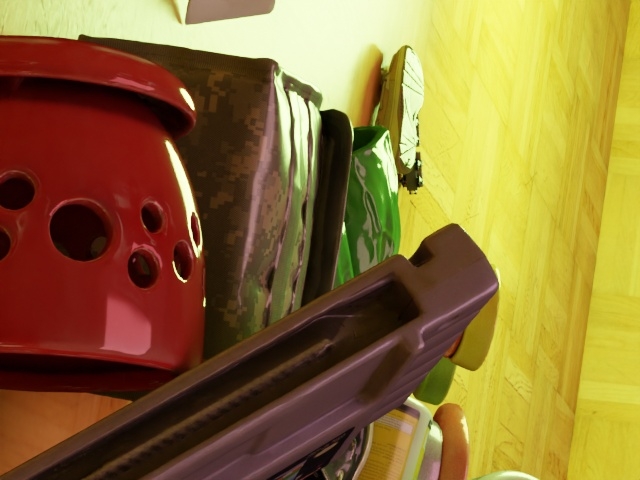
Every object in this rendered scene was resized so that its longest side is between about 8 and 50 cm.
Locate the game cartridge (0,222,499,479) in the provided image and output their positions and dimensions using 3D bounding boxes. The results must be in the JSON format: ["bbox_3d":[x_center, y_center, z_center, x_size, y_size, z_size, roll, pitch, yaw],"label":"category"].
[{"bbox_3d":[-0.077,0.129,0.966,0.355,0.068,0.230,-29,162,-21],"label":"game cartridge"}]

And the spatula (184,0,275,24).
[{"bbox_3d":[0.002,-0.261,1.367,0.242,0.019,0.168,-14,123,-35],"label":"spatula"}]

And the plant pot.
[{"bbox_3d":[-0.155,-0.012,0.929,0.191,0.191,0.174,29,61,-71],"label":"plant pot"}]

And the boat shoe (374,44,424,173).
[{"bbox_3d":[0.078,-0.140,1.866,0.056,0.048,0.153,36,53,-54],"label":"boat shoe"}]

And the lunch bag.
[{"bbox_3d":[-0.074,0.000,1.220,0.287,0.169,0.235,17,83,-77],"label":"lunch bag"}]

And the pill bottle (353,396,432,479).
[{"bbox_3d":[0.040,0.241,1.700,0.103,0.103,0.184,59,45,-62],"label":"pill bottle"}]

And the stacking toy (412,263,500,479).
[{"bbox_3d":[0.091,0.172,1.969,0.279,0.130,0.308,151,-50,-80],"label":"stacking toy"}]

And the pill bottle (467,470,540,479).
[{"bbox_3d":[0.124,0.331,1.756,0.153,0.265,0.153,14,64,-31],"label":"pill bottle"}]

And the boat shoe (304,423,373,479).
[{"bbox_3d":[-0.005,0.200,1.629,0.079,0.084,0.233,62,40,-61],"label":"boat shoe"}]

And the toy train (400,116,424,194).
[{"bbox_3d":[0.100,-0.124,1.956,0.036,0.027,0.158,-76,163,-59],"label":"toy train"}]

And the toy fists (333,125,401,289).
[{"bbox_3d":[0.000,0.000,1.573,0.279,0.096,0.142,-45,127,-61],"label":"toy fists"}]
